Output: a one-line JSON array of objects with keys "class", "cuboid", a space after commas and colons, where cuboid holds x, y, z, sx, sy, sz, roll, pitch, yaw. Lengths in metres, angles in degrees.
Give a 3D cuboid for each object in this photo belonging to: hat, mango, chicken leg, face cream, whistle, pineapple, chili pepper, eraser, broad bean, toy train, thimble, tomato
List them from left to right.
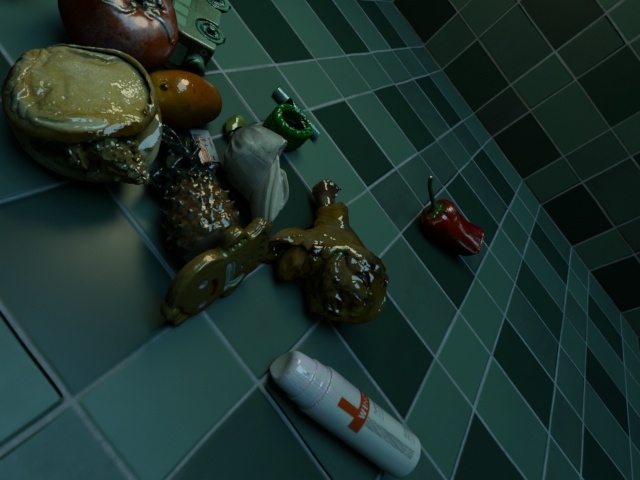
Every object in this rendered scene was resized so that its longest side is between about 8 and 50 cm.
[{"class": "tomato", "cuboid": [-0.418, -0.453, 0.872, 0.232, 0.188, 0.232, 13, 70, -42]}, {"class": "mango", "cuboid": [-0.293, -0.298, 0.924, 0.102, 0.141, 0.217, 48, 20, 6]}, {"class": "toy train", "cuboid": [-0.329, -0.549, 1.071, 0.159, 0.129, 0.327, 19, 51, -30]}, {"class": "pineapple", "cuboid": [-0.255, -0.104, 0.837, 0.170, 0.141, 0.310, -2, 57, -44]}, {"class": "eraser", "cuboid": [-0.264, -0.197, 0.960, 0.052, 0.029, 0.122, -7, 68, -46]}, {"class": "broad bean", "cuboid": [-0.213, -0.279, 1.059, 0.063, 0.045, 0.083, 16, 60, -51]}, {"class": "hat", "cuboid": [-0.159, -0.118, 0.921, 0.164, 0.219, 0.226, 21, 66, -13]}, {"class": "thimble", "cuboid": [-0.090, -0.310, 1.162, 0.130, 0.090, 0.118, 21, 49, -34]}, {"class": "whistle", "cuboid": [-0.070, -0.384, 1.275, 0.186, 0.039, 0.039, 47, 41, -10]}, {"class": "chicken leg", "cuboid": [0.000, 0.000, 0.995, 0.295, 0.182, 0.410, 8, 52, -21]}, {"class": "face cream", "cuboid": [0.051, 0.340, 0.835, 0.345, 0.102, 0.102, 42, 41, -16]}, {"class": "chili pepper", "cuboid": [0.419, -0.070, 1.453, 0.338, 0.131, 0.135, 34, 69, -28]}]

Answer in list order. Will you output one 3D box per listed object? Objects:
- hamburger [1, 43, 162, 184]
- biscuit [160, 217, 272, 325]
[{"class": "hamburger", "cuboid": [-0.399, -0.222, 0.738, 0.286, 0.146, 0.243, 39, 55, 4]}, {"class": "biscuit", "cuboid": [-0.179, 0.056, 0.760, 0.035, 0.184, 0.249, 38, 48, 17]}]
